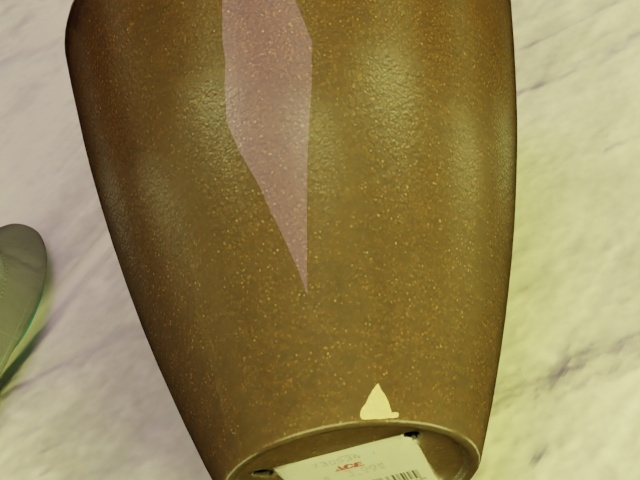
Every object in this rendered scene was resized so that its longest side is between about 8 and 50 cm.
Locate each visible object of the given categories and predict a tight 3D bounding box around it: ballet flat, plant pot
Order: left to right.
[{"bbox_3d":[-0.202,0.055,0.793,0.072,0.068,0.213,-7,46,23],"label":"ballet flat"},{"bbox_3d":[0.000,0.000,0.659,0.215,0.215,0.230,-17,58,14],"label":"plant pot"}]
